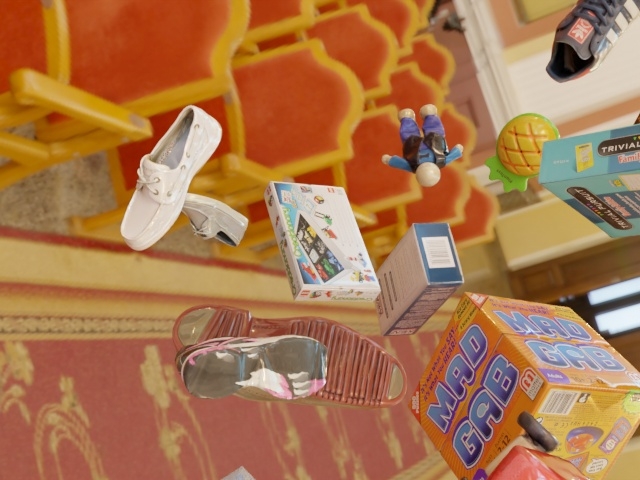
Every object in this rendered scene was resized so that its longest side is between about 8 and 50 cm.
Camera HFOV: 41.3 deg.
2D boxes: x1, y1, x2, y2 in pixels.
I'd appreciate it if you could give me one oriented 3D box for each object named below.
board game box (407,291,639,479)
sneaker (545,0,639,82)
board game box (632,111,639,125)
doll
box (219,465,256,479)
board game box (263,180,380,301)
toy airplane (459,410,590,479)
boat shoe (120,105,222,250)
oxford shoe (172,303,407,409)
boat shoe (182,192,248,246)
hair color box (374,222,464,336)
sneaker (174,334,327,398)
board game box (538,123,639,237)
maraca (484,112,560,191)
[{"bbox_3d":[0.497,0.384,2.052,0.357,0.356,0.356,10,25,-30],"label":"board game box"},{"bbox_3d":[0.554,-0.451,1.697,0.131,0.148,0.350,42,-32,23],"label":"sneaker"},{"bbox_3d":[0.658,-0.148,1.699,0.243,0.042,0.165,-83,-171,-54],"label":"board game box"},{"bbox_3d":[0.159,-0.144,1.343,0.189,0.129,0.046,-93,170,-51],"label":"doll"},{"bbox_3d":[-0.156,0.480,1.486,0.038,0.145,0.186,55,-5,39],"label":"box"},{"bbox_3d":[0.000,0.000,1.888,0.193,0.053,0.305,3,49,-26],"label":"board game box"},{"bbox_3d":[0.373,0.406,1.050,0.272,0.385,0.386,-137,-136,-63],"label":"toy airplane"},{"bbox_3d":[-0.283,-0.117,1.504,0.277,0.098,0.096,-62,150,-7],"label":"boat shoe"},{"bbox_3d":[-0.046,0.187,1.268,0.130,0.348,0.123,102,5,-54],"label":"oxford shoe"},{"bbox_3d":[-0.239,-0.041,1.852,0.227,0.079,0.081,29,70,-54],"label":"boat shoe"},{"bbox_3d":[0.245,0.108,2.234,0.347,0.105,0.173,121,-37,-58],"label":"hair color box"},{"bbox_3d":[-0.076,0.128,0.929,0.178,0.077,0.072,8,97,-31],"label":"sneaker"},{"bbox_3d":[0.550,-0.096,1.302,0.254,0.336,0.079,27,67,-41],"label":"board game box"},{"bbox_3d":[0.425,-0.184,1.793,0.127,0.185,0.099,41,36,13],"label":"maraca"}]
